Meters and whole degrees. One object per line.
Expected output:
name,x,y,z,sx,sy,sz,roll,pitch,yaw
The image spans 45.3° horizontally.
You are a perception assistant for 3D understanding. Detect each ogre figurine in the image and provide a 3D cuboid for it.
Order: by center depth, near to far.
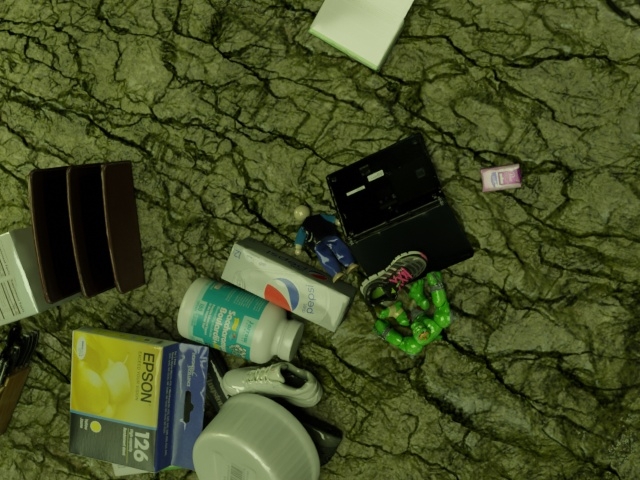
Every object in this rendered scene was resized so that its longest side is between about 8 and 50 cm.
ogre figurine,0.212,0.167,1.657,0.197,0.097,0.118,-39,70,2

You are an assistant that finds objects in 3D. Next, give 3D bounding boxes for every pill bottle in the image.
pill bottle,-0.176,0.186,1.726,0.264,0.146,0.146,17,103,11

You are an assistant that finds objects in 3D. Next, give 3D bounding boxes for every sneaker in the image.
sneaker,0.158,0.089,1.637,0.170,0.075,0.063,-33,117,21
sneaker,-0.112,0.310,1.738,0.232,0.090,0.115,2,143,5
sneaker,-0.075,0.457,1.777,0.227,0.087,0.130,25,98,4

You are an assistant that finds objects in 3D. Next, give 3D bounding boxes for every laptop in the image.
laptop,0.171,-0.055,1.668,0.234,0.136,0.264,-24,67,16

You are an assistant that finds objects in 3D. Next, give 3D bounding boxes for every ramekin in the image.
ramekin,-0.150,0.491,1.700,0.277,0.135,0.277,16,123,26

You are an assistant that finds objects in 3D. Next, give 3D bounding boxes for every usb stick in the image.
usb stick,-0.244,0.339,1.822,0.077,0.045,0.278,-26,93,19

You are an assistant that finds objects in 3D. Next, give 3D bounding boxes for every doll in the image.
doll,0.000,0.000,1.686,0.129,0.046,0.189,-31,77,-14

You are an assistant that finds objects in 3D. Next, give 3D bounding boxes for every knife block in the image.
knife block,-0.803,0.348,1.958,0.088,0.242,0.276,29,150,9

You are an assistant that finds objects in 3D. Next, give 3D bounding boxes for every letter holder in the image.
letter holder,-0.532,-0.021,1.747,0.151,0.214,0.302,-3,98,15

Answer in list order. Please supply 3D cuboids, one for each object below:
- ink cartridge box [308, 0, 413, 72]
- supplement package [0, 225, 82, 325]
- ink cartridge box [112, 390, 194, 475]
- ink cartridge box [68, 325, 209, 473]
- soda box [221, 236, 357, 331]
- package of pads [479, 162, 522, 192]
ink cartridge box,0.104,-0.494,1.590,0.171,0.056,0.235,31,102,7
supplement package,-0.752,0.095,1.830,0.262,0.199,0.198,-18,94,16
ink cartridge box,-0.414,0.402,1.838,0.201,0.117,0.278,-11,96,15
ink cartridge box,-0.417,0.365,1.738,0.307,0.072,0.304,8,100,15
soda box,-0.068,0.095,1.710,0.286,0.098,0.091,25,104,8
package of pads,0.374,-0.130,1.593,0.083,0.032,0.050,-7,100,15
